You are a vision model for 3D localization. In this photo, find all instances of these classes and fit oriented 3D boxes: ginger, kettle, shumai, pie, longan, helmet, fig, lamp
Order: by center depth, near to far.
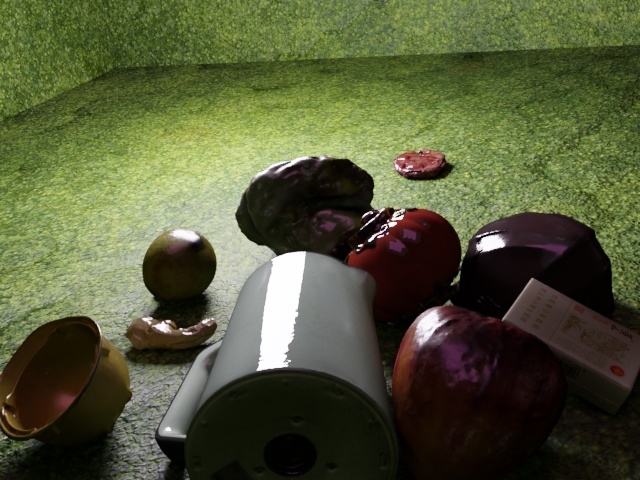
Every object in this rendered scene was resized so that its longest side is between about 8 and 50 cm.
[{"bbox_3d":[0.200,0.202,0.991,0.224,0.223,0.263,1,31,18],"label":"fig"},{"bbox_3d":[-0.073,0.213,1.069,0.361,0.250,0.376,-33,19,15],"label":"kettle"},{"bbox_3d":[-0.375,0.234,1.169,0.257,0.140,0.205,3,57,49],"label":"helmet"},{"bbox_3d":[0.360,0.040,1.322,0.306,0.177,0.225,16,36,38],"label":"helmet"},{"bbox_3d":[0.138,0.040,1.338,0.227,0.226,0.227,-6,26,3],"label":"lamp"},{"bbox_3d":[-0.275,0.171,1.379,0.174,0.051,0.069,3,33,10],"label":"ginger"},{"bbox_3d":[-0.289,0.055,1.526,0.155,0.145,0.176,-2,-28,-46],"label":"longan"},{"bbox_3d":[0.000,0.000,1.551,0.310,0.304,0.263,-14,60,-17],"label":"shumai"},{"bbox_3d":[0.263,-0.201,2.011,0.154,0.038,0.153,-7,28,4],"label":"pie"}]

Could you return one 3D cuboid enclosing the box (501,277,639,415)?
[{"bbox_3d":[0.374,0.153,1.134,0.201,0.058,0.141,28,39,18],"label":"box"}]
